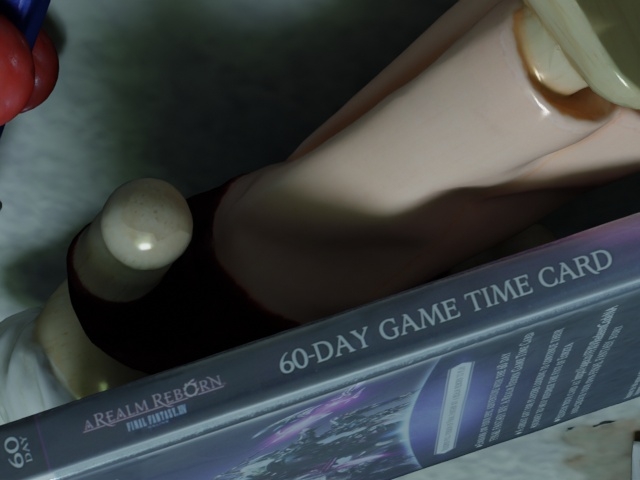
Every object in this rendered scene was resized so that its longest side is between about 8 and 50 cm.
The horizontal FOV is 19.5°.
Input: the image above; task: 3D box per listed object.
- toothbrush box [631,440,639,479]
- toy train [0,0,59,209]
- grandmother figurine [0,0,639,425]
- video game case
[{"bbox_3d":[0.248,0.218,0.856,0.216,0.126,0.295,-2,143,8],"label":"toothbrush box"},{"bbox_3d":[-0.165,-0.049,0.594,0.143,0.105,0.248,24,140,-7],"label":"toy train"},{"bbox_3d":[0.000,0.000,0.634,0.208,0.104,0.342,17,145,-38],"label":"grandmother figurine"},{"bbox_3d":[0.036,0.049,0.618,0.274,0.026,0.196,-17,163,-4],"label":"video game case"}]
